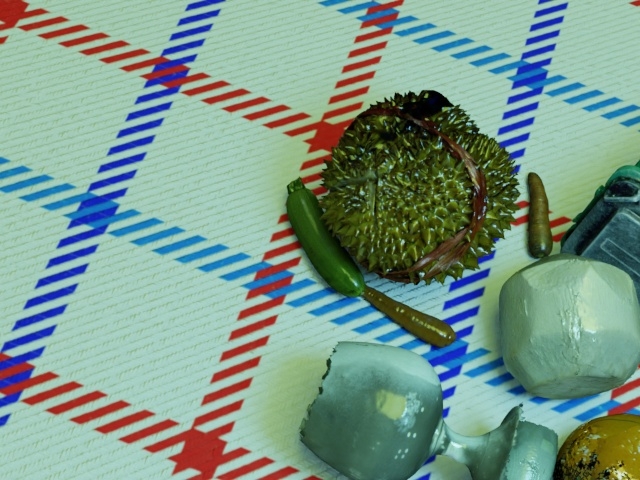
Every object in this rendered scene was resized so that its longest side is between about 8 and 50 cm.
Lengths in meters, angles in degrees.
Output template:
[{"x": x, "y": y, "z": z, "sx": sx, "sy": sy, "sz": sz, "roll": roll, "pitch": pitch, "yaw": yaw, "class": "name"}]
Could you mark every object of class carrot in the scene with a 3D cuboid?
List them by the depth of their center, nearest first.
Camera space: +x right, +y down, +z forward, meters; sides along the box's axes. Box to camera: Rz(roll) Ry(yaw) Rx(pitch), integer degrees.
[{"x": 0.140, "y": 0.126, "z": 1.928, "sx": 0.216, "sy": 0.048, "sz": 0.048, "roll": 29, "pitch": 60, "yaw": 10, "class": "carrot"}, {"x": 0.414, "y": -0.053, "z": 2.082, "sx": 0.047, "sy": 0.047, "sz": 0.191, "roll": 8, "pitch": 60, "yaw": -8, "class": "carrot"}]

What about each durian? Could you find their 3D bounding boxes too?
[{"x": 0.171, "y": -0.090, "z": 1.891, "sx": 0.384, "sy": 0.347, "sz": 0.347, "roll": -24, "pitch": 70, "yaw": -30, "class": "durian"}]

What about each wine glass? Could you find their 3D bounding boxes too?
[{"x": 0.360, "y": 0.431, "z": 1.687, "sx": 0.096, "sy": 0.264, "sz": 0.309, "roll": 39, "pitch": 59, "yaw": -30, "class": "wine glass"}, {"x": 0.139, "y": 0.294, "z": 1.733, "sx": 0.323, "sy": 0.238, "sz": 0.238, "roll": 24, "pitch": 60, "yaw": 3, "class": "wine glass"}]

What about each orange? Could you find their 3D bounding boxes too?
[{"x": 0.501, "y": 0.391, "z": 1.792, "sx": 0.235, "sy": 0.182, "sz": 0.234, "roll": 5, "pitch": 49, "yaw": -5, "class": "orange"}]

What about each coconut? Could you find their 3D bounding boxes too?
[{"x": 0.427, "y": 0.134, "z": 1.871, "sx": 0.245, "sy": 0.245, "sz": 0.247, "roll": 3, "pitch": 66, "yaw": -11, "class": "coconut"}]

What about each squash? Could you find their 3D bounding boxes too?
[{"x": 0.000, "y": 0.000, "z": 1.948, "sx": 0.069, "sy": 0.069, "sz": 0.258, "roll": -21, "pitch": 66, "yaw": -22, "class": "squash"}]

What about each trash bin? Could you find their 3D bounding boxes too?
[{"x": 0.639, "y": -0.047, "z": 2.016, "sx": 0.259, "sy": 0.295, "sz": 0.381, "roll": 39, "pitch": 51, "yaw": 10, "class": "trash bin"}]
